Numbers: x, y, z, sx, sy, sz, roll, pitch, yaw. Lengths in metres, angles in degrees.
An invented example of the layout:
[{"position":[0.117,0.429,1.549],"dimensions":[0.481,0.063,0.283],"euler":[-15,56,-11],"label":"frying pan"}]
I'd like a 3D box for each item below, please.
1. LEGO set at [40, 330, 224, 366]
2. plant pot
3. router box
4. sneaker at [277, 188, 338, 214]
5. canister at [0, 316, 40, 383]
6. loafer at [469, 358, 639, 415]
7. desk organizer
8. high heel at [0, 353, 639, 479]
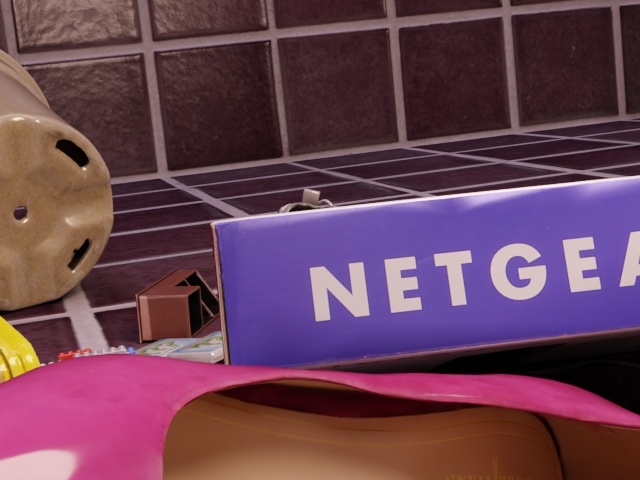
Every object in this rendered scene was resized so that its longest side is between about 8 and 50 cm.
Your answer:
[{"position":[-0.135,0.091,0.936],"dimensions":[0.182,0.060,0.244],"euler":[-5,8,32],"label":"LEGO set"},{"position":[-0.408,-0.063,1.402],"dimensions":[0.333,0.334,0.305],"euler":[-12,22,-34],"label":"plant pot"},{"position":[0.103,0.037,0.743],"dimensions":[0.335,0.082,0.301],"euler":[-6,-10,-3],"label":"router box"},{"position":[0.000,0.000,1.224],"dimensions":[0.105,0.115,0.281],"euler":[-7,9,-10],"label":"sneaker"},{"position":[-0.300,0.106,0.826],"dimensions":[0.170,0.073,0.126],"euler":[-16,32,-40],"label":"canister"},{"position":[0.168,0.095,0.697],"dimensions":[0.170,0.062,0.061],"euler":[4,8,41],"label":"loafer"},{"position":[-0.134,0.061,1.151],"dimensions":[0.050,0.047,0.130],"euler":[-2,10,11],"label":"desk organizer"},{"position":[0.020,0.091,0.417],"dimensions":[0.181,0.127,0.377],"euler":[-12,-8,29],"label":"high heel"}]
